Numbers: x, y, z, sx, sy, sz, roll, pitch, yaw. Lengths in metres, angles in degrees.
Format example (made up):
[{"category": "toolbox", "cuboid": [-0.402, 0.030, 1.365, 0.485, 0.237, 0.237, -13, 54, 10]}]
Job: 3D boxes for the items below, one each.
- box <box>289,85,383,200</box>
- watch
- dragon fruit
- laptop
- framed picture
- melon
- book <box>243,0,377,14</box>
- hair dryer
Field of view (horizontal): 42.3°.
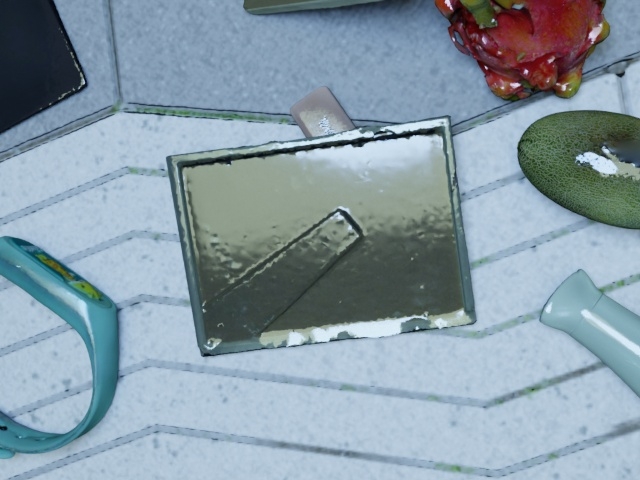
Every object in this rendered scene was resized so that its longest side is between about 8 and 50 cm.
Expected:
[{"category": "box", "cuboid": [0.018, -0.095, 0.812, 0.048, 0.025, 0.115, -34, 84, 7]}, {"category": "watch", "cuboid": [-0.314, 0.104, 0.838, 0.237, 0.068, 0.195, 35, 95, 4]}, {"category": "dragon fruit", "cuboid": [0.170, -0.214, 0.742, 0.150, 0.207, 0.133, 4, 71, 51]}, {"category": "laptop", "cuboid": [-0.353, -0.178, 0.877, 0.197, 0.016, 0.135, -25, 85, 8]}, {"category": "framed picture", "cuboid": [0.000, 0.000, 0.798, 0.281, 0.019, 0.209, -6, 97, 8]}, {"category": "melon", "cuboid": [0.257, -0.066, 0.741, 0.162, 0.099, 0.099, 20, 91, 12]}, {"category": "book", "cuboid": [0.027, -0.371, 0.765, 0.217, 0.021, 0.310, 9, 89, 43]}, {"category": "hair dryer", "cuboid": [0.351, 0.047, 0.749, 0.206, 0.075, 0.237, 41, 86, 14]}]
